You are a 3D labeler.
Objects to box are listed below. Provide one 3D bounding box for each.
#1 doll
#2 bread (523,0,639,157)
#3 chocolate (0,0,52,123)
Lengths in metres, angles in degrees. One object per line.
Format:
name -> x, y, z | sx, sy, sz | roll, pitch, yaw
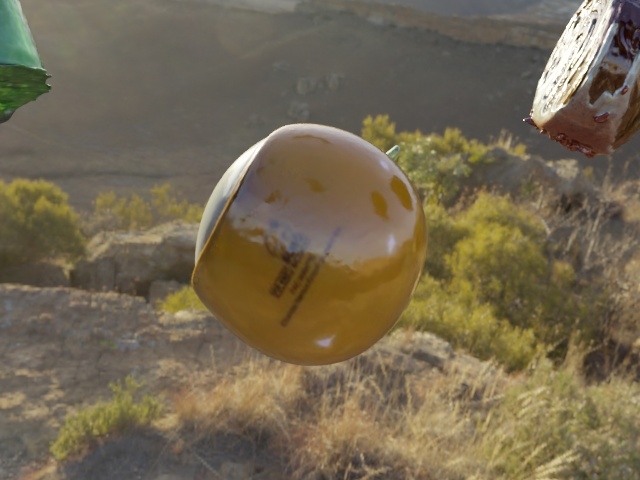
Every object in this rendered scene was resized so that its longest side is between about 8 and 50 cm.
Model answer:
doll -> 0.000, 0.000, 0.663 | 0.213, 0.213, 0.236 | 14, 14, 10
bread -> 0.261, -0.159, 0.661 | 0.073, 0.160, 0.160 | 23, 22, -6
chocolate -> -0.314, -0.245, 0.580 | 0.110, 0.291, 0.110 | -20, -8, -3
